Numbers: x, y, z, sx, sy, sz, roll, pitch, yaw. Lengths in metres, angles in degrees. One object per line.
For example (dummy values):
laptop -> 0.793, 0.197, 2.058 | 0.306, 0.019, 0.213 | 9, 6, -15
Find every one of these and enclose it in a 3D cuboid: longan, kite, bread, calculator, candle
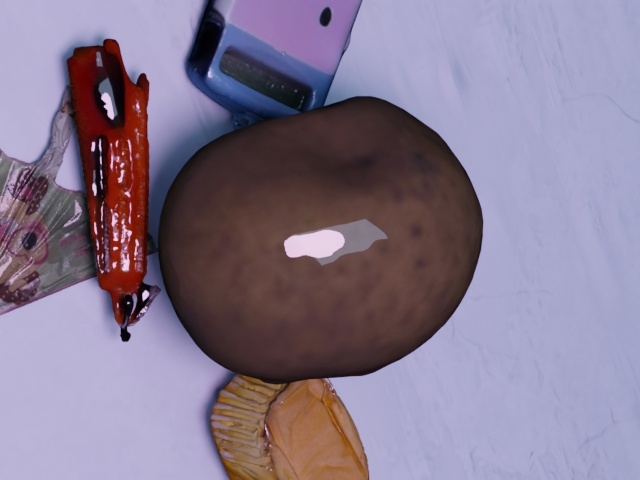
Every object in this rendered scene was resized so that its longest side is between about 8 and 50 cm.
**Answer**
longan -> 0.000, 0.000, 1.478 | 0.350, 0.288, 0.288 | -10, 100, -31
kite -> -0.295, -0.029, 1.434 | 0.323, 0.013, 0.267 | 34, 77, -31
bread -> -0.035, 0.220, 1.572 | 0.132, 0.114, 0.190 | -41, 124, -33
calculator -> -0.037, -0.248, 1.556 | 0.173, 0.051, 0.293 | 24, 82, -34
candle -> -0.203, -0.048, 1.453 | 0.084, 0.059, 0.301 | -4, 96, -24
